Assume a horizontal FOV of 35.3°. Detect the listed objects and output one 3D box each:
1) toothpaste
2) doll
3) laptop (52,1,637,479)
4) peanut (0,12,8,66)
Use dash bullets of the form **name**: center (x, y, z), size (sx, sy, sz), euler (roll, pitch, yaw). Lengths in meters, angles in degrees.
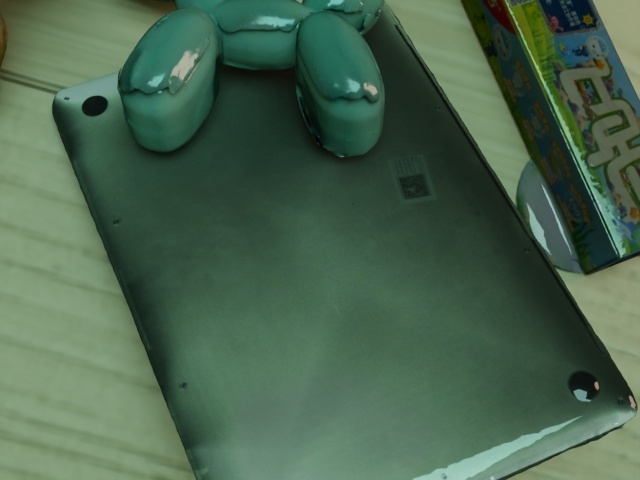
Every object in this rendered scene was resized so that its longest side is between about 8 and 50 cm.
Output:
- **toothpaste**: center (0.121, -0.078, 0.533), size (0.070, 0.044, 0.193), euler (-20, 80, -14)
- **doll**: center (-0.042, -0.115, 0.492), size (0.159, 0.059, 0.158), euler (6, 60, 5)
- **laptop**: center (0.000, 0.000, 0.469), size (0.188, 0.015, 0.269), euler (-21, 63, -13)
- **peanut**: center (-0.237, -0.118, 0.435), size (0.207, 0.087, 0.087), euler (22, 72, -31)
